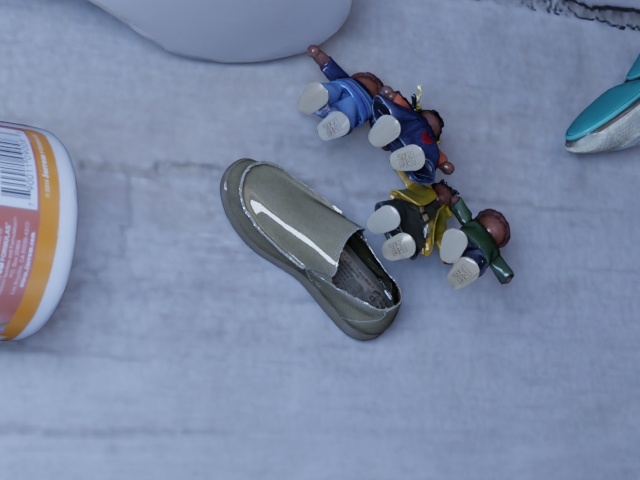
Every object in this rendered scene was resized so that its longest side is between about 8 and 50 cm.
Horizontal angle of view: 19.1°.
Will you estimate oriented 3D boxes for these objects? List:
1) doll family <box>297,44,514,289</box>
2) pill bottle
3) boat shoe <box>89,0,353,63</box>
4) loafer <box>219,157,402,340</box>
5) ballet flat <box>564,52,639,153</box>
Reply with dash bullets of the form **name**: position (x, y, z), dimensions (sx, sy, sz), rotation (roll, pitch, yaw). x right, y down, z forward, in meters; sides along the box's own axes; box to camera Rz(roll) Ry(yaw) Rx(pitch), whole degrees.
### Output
- **doll family**: position (0.055, -0.048, 1.227), dimensions (0.193, 0.076, 0.111), rotation (64, 25, -5)
- **pill bottle**: position (-0.248, -0.015, 1.002), dimensions (0.216, 0.121, 0.121), rotation (8, 69, -30)
- **boat shoe**: position (-0.128, -0.225, 1.160), dimensions (0.340, 0.127, 0.158), rotation (16, 45, -42)
- **loafer**: position (0.000, 0.000, 1.202), dimensions (0.148, 0.050, 0.056), rotation (43, 55, -14)
- **ballet flat**: position (0.239, -0.100, 1.393), dimensions (0.168, 0.057, 0.052), rotation (-45, 109, -35)
